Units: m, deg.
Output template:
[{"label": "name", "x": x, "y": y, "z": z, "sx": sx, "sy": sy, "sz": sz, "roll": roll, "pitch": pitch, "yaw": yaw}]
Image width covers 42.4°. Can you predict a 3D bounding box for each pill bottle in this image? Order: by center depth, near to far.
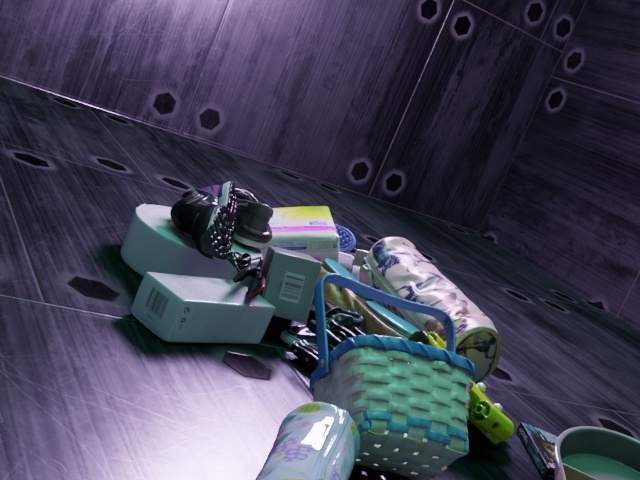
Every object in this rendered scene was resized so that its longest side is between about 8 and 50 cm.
[{"label": "pill bottle", "x": 0.045, "y": 0.067, "z": 2.179, "sx": 0.137, "sy": 0.078, "sz": 0.078, "roll": 17, "pitch": 13, "yaw": -25}]

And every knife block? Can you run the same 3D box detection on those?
[{"label": "knife block", "x": 0.072, "y": 0.237, "z": 1.457, "sx": 0.242, "sy": 0.088, "sz": 0.276, "roll": 20, "pitch": 13, "yaw": -13}]

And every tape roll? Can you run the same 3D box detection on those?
[{"label": "tape roll", "x": -0.270, "y": 0.025, "z": 1.729, "sx": 0.286, "sy": 0.100, "sz": 0.286, "roll": 22, "pitch": 13, "yaw": -5}]

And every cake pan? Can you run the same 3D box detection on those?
[{"label": "cake pan", "x": 0.528, "y": 0.431, "z": 1.402, "sx": 0.293, "sy": 0.054, "sz": 0.293, "roll": 16, "pitch": 24, "yaw": -7}]

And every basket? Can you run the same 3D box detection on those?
[{"label": "basket", "x": 0.102, "y": 0.201, "z": 1.257, "sx": 0.254, "sy": 0.201, "sz": 0.289, "roll": 19, "pitch": 53, "yaw": -19}]

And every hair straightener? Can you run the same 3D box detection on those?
[{"label": "hair straightener", "x": -0.136, "y": 0.046, "z": 1.545, "sx": 0.089, "sy": 0.047, "sz": 0.230, "roll": 51, "pitch": 8, "yaw": -6}]

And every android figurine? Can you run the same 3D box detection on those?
[{"label": "android figurine", "x": 0.265, "y": 0.273, "z": 1.513, "sx": 0.273, "sy": 0.056, "sz": 0.248, "roll": 44, "pitch": 6, "yaw": -33}]

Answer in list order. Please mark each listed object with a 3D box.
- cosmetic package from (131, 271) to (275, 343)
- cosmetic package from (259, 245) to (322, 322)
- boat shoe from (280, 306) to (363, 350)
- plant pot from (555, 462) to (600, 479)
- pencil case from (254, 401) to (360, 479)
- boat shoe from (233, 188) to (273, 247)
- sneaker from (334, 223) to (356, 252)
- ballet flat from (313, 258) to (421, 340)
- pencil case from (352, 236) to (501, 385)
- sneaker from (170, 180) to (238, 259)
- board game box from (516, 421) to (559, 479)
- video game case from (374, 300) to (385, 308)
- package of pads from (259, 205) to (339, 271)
[{"label": "cosmetic package", "x": -0.204, "y": 0.122, "z": 1.461, "sx": 0.117, "sy": 0.085, "sz": 0.231, "roll": 32, "pitch": 12, "yaw": 38}, {"label": "cosmetic package", "x": -0.068, "y": 0.084, "z": 1.661, "sx": 0.107, "sy": 0.127, "sz": 0.238, "roll": 14, "pitch": -1, "yaw": -9}, {"label": "boat shoe", "x": 0.003, "y": 0.171, "z": 1.628, "sx": 0.183, "sy": 0.083, "sz": 0.065, "roll": 11, "pitch": 16, "yaw": -44}, {"label": "plant pot", "x": 0.396, "y": 0.418, "z": 1.238, "sx": 0.109, "sy": 0.096, "sz": 0.109, "roll": 25, "pitch": 13, "yaw": 7}, {"label": "pencil case", "x": -0.021, "y": 0.286, "z": 0.977, "sx": 0.113, "sy": 0.124, "sz": 0.273, "roll": 24, "pitch": 11, "yaw": 5}, {"label": "boat shoe", "x": -0.165, "y": -0.071, "z": 1.873, "sx": 0.112, "sy": 0.096, "sz": 0.335, "roll": 17, "pitch": 11, "yaw": -20}, {"label": "sneaker", "x": 0.000, "y": 0.000, "z": 2.269, "sx": 0.232, "sy": 0.081, "sz": 0.090, "roll": 9, "pitch": -17, "yaw": 27}, {"label": "ballet flat", "x": 0.087, "y": 0.164, "z": 1.750, "sx": 0.123, "sy": 0.123, "sz": 0.348, "roll": 12, "pitch": 20, "yaw": -43}, {"label": "pencil case", "x": 0.231, "y": 0.154, "z": 1.821, "sx": 0.183, "sy": 0.160, "sz": 0.410, "roll": -3, "pitch": 32, "yaw": -28}, {"label": "sneaker", "x": -0.239, "y": -0.032, "z": 1.629, "sx": 0.124, "sy": 0.107, "sz": 0.283, "roll": -5, "pitch": 20, "yaw": 2}, {"label": "board game box", "x": 0.450, "y": 0.411, "z": 1.545, "sx": 0.126, "sy": 0.026, "sz": 0.186, "roll": 22, "pitch": 11, "yaw": -6}, {"label": "video game case", "x": 0.238, "y": 0.177, "z": 2.103, "sx": 0.244, "sy": 0.061, "sz": 0.269, "roll": 25, "pitch": 12, "yaw": 13}, {"label": "package of pads", "x": -0.079, "y": -0.005, "z": 2.049, "sx": 0.229, "sy": 0.101, "sz": 0.296, "roll": -2, "pitch": 15, "yaw": -3}]
